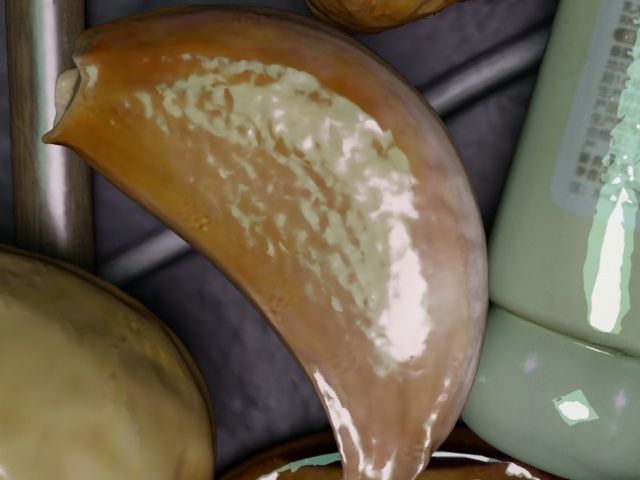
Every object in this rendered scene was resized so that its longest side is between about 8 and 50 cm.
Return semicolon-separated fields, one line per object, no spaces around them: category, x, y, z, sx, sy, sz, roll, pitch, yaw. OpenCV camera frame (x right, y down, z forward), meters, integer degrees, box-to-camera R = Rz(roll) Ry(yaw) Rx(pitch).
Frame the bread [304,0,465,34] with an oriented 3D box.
bread;0.005;-0.268;0.442;0.185;0.109;0.380;-25;98;-15

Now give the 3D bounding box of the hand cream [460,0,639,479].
hand cream;0.135;-0.060;0.461;0.147;0.093;0.306;16;97;-26

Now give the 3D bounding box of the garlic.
garlic;0.004;-0.004;0.449;0.115;0.128;0.207;-38;80;25

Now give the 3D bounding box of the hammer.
hammer;-0.114;-0.040;0.507;0.111;0.043;0.365;0;97;2

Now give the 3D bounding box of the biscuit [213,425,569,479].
biscuit;0.047;0.164;0.524;0.228;0.031;0.176;39;98;-3

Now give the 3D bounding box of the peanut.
peanut;-0.192;0.052;0.432;0.318;0.147;0.148;19;97;-10
